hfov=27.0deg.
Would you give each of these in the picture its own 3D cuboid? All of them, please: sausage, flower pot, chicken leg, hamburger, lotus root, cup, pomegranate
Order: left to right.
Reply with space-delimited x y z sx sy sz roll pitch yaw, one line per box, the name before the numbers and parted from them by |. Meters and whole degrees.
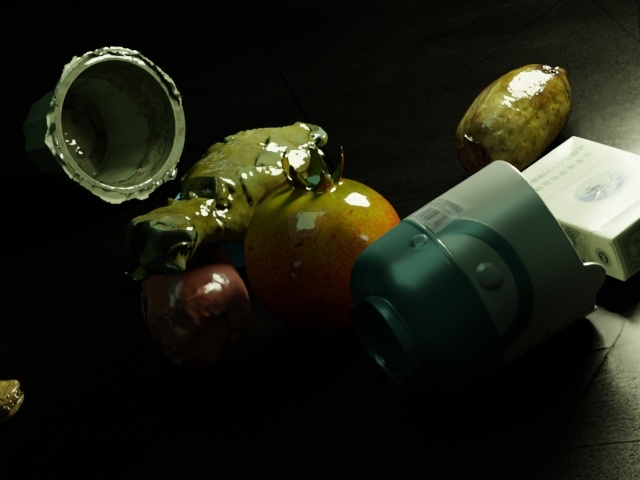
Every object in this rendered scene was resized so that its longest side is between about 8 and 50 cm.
hamburger | -0.485 0.243 1.990 0.083 0.044 0.076 -4 33 31
flower pot | -0.431 -0.211 2.511 0.290 0.290 0.259 -42 22 -28
sausage | -0.186 0.083 1.917 0.152 0.152 0.280 -26 27 -1
chicken leg | -0.142 -0.049 1.875 0.201 0.153 0.429 0 20 27
pomegranate | 0.000 0.000 1.798 0.220 0.257 0.221 -9 14 2
cup | 0.172 0.058 1.639 0.257 0.219 0.289 -31 -1 -11
lotus root | 0.300 -0.190 2.019 0.145 0.128 0.260 -6 31 49

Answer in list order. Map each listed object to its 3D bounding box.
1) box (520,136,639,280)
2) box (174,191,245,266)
box | 0.372 -0.049 1.782 0.164 0.069 0.256 -34 29 -17
box | -0.149 -0.027 2.145 0.232 0.083 0.143 -6 34 34
